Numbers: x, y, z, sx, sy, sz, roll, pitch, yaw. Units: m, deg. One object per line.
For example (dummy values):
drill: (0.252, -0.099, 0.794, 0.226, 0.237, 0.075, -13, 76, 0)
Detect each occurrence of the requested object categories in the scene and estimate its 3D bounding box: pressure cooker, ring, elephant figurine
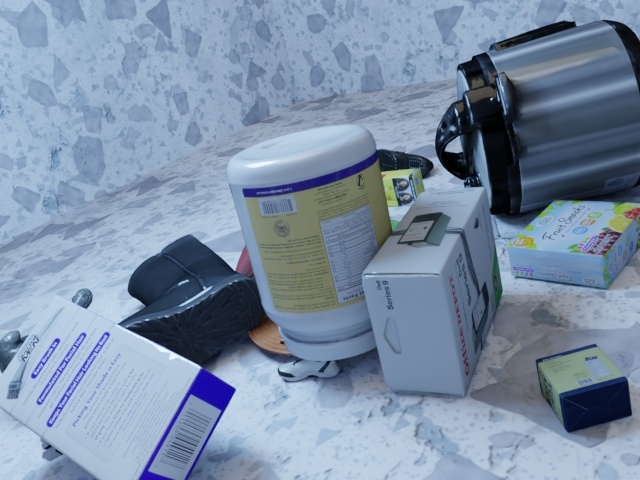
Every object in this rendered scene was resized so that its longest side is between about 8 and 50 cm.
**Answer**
pressure cooker: (0.456, -0.247, 1.309, 0.419, 0.370, 0.376, -14, 32, 11)
ring: (0.023, 0.128, 1.175, 0.336, 0.032, 0.337, -15, 22, 6)
elephant figurine: (-0.506, 0.199, 1.215, 0.239, 0.186, 0.169, -36, -4, -38)

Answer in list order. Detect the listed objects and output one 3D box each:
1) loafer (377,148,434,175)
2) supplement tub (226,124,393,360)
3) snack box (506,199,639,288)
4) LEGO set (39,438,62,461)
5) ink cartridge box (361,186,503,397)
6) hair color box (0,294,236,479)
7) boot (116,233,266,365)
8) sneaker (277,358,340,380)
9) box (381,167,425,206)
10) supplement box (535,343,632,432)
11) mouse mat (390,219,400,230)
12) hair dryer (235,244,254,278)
loafer: (0.248, -0.226, 1.827, 0.078, 0.080, 0.220, -5, 19, -42)
supplement tub: (0.000, 0.000, 0.989, 0.240, 0.332, 0.241, -12, 19, 4)
snack box: (0.468, -0.001, 1.102, 0.174, 0.070, 0.207, 8, 31, 46)
LEGO set: (-0.449, 0.288, 1.037, 0.093, 0.087, 0.227, -27, 48, 0)
ink cartridge box: (0.187, 0.071, 0.947, 0.121, 0.211, 0.289, -2, 27, 29)
hair color box: (-0.311, 0.225, 0.890, 0.338, 0.110, 0.185, 17, 69, 31)
boot: (-0.348, 0.135, 1.277, 0.366, 0.146, 0.445, -23, 23, -21)
sneaker: (-0.023, 0.204, 1.006, 0.109, 0.044, 0.040, -11, 24, 18)
box: (0.164, -0.138, 1.642, 0.232, 0.088, 0.058, 0, 27, 34)
supplement box: (0.331, 0.185, 0.769, 0.083, 0.056, 0.083, -16, 22, 3)
mouse mat: (0.148, -0.020, 1.371, 0.152, 0.007, 0.190, 14, 20, -6)
hair dryer: (-0.113, -0.018, 1.369, 0.294, 0.080, 0.224, -53, 1, 26)
